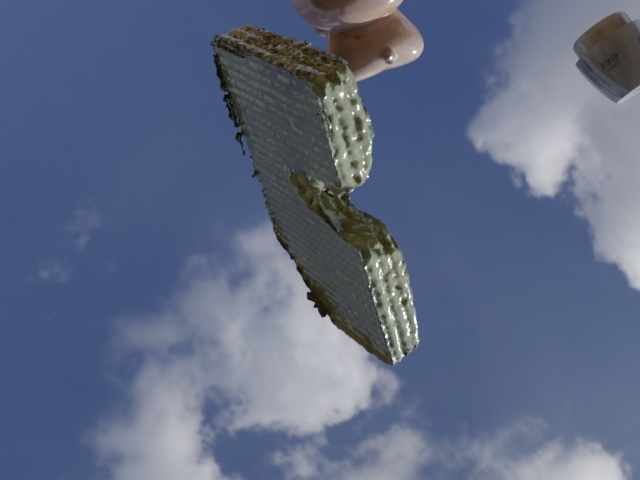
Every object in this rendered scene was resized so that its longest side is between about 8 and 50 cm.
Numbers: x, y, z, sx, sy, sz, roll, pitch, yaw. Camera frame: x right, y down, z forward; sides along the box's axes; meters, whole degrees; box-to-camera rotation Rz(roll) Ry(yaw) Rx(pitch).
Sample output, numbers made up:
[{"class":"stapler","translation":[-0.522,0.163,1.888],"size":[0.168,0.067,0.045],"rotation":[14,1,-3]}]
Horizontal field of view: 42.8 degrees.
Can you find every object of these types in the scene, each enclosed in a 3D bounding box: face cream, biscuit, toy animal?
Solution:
[{"class":"face cream","translation":[0.370,-0.227,1.015],"size":[0.091,0.091,0.095],"rotation":[-33,-99,5]},{"class":"biscuit","translation":[0.001,-0.032,0.602],"size":[0.046,0.250,0.147],"rotation":[-31,-145,-21]},{"class":"toy animal","translation":[0.065,-0.386,1.399],"size":[0.210,0.229,0.221],"rotation":[-23,-102,-12]}]
